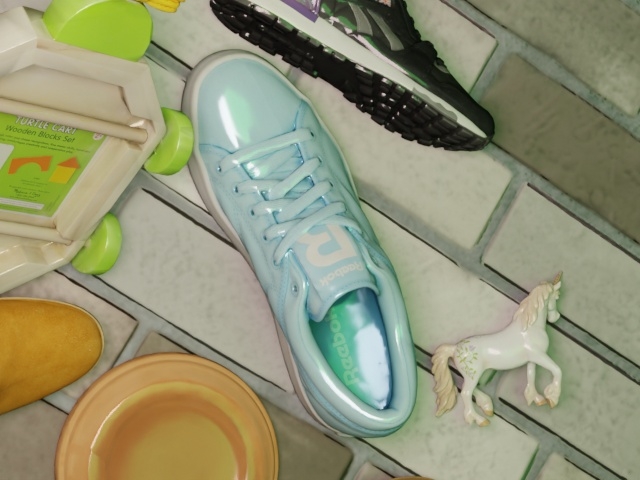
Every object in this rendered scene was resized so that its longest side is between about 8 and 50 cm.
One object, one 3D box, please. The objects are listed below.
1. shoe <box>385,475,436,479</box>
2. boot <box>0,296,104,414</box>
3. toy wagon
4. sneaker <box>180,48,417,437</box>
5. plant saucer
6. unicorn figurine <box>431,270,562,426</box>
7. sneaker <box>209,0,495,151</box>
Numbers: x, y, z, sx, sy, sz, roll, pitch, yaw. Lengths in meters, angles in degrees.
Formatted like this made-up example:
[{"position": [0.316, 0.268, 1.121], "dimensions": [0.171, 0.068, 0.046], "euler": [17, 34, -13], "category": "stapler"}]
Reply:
[{"position": [0.023, 0.281, 1.601], "dimensions": [0.219, 0.058, 0.076], "euler": [-27, 67, -20], "category": "shoe"}, {"position": [-0.298, 0.132, 1.402], "dimensions": [0.295, 0.211, 0.104], "euler": [-9, 109, -15], "category": "boot"}, {"position": [-0.226, -0.088, 1.400], "dimensions": [0.267, 0.068, 0.344], "euler": [10, 127, -45], "category": "toy wagon"}, {"position": [0.000, 0.000, 1.539], "dimensions": [0.135, 0.150, 0.366], "euler": [-28, 98, -17], "category": "sneaker"}, {"position": [-0.129, 0.197, 1.556], "dimensions": [0.200, 0.037, 0.200], "euler": [0, 90, -19], "category": "plant saucer"}, {"position": [0.177, 0.103, 1.643], "dimensions": [0.162, 0.060, 0.111], "euler": [-16, 95, -18], "category": "unicorn figurine"}, {"position": [0.052, -0.189, 1.584], "dimensions": [0.283, 0.107, 0.124], "euler": [32, 74, -15], "category": "sneaker"}]
